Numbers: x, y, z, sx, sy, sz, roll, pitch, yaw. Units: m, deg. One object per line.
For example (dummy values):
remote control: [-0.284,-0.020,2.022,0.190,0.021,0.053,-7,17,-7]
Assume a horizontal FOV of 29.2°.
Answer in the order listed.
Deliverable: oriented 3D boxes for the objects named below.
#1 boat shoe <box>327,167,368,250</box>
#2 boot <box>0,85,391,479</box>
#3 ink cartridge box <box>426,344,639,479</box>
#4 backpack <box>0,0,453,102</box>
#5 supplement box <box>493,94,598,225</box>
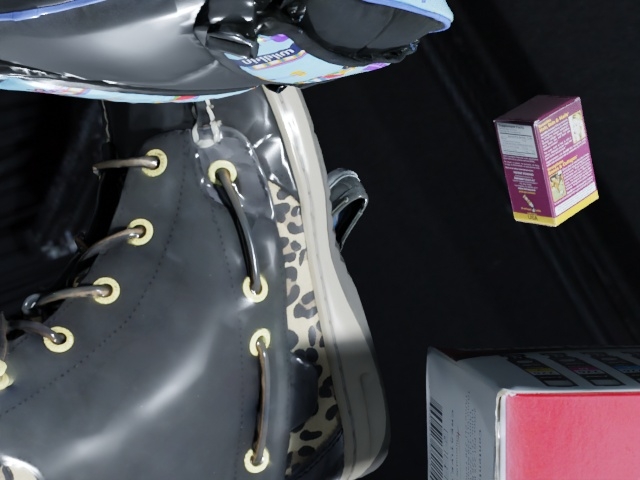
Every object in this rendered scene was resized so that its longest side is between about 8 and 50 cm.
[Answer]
boat shoe: [0.000,0.000,1.127,0.040,0.049,0.142,52,-53,40]
boot: [-0.134,0.025,0.696,0.138,0.284,0.377,2,-66,55]
ink cartridge box: [0.234,0.132,0.685,0.272,0.309,0.130,-163,-108,-84]
backpack: [-0.039,-0.106,0.416,0.158,0.173,0.117,-4,-89,31]
supplement box: [0.168,-0.060,0.913,0.043,0.055,0.083,12,-56,50]
